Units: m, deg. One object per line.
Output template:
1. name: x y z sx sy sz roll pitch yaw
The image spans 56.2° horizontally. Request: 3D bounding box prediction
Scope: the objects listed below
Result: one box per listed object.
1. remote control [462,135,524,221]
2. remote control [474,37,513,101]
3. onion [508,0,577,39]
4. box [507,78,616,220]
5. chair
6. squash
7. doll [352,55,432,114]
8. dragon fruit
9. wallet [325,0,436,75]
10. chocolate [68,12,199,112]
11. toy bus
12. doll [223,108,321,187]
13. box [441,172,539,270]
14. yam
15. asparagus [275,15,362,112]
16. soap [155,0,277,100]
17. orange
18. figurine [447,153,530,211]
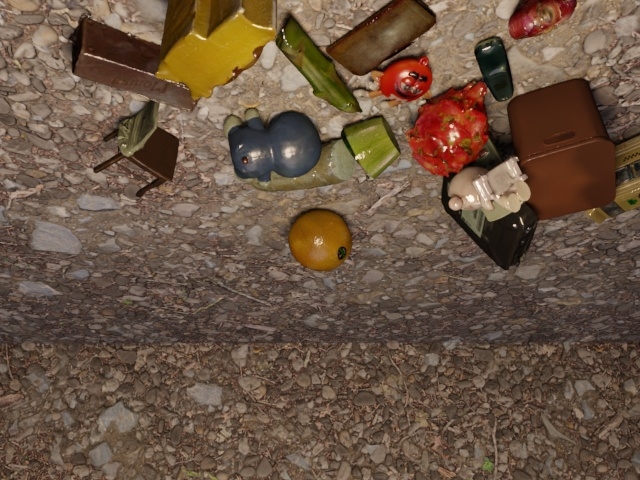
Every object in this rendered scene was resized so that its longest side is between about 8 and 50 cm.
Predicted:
1. remote control: 0.465 -0.197 1.700 0.123 0.286 0.038 -33 161 33
2. remote control: 0.449 -0.431 1.532 0.072 0.042 0.222 -17 148 21
3. onion: 0.474 -0.522 1.324 0.150 0.140 0.150 -28 -173 4
4. box: 0.671 -0.250 1.683 0.239 0.230 0.339 -13 150 21
5. chair: -0.468 -0.269 1.657 0.319 0.160 0.186 -24 139 36
6. squash: 0.150 -0.267 1.700 0.122 0.170 0.170 -26 145 17
7. doll: 0.210 -0.394 1.545 0.183 0.085 0.217 16 154 -34
8. dragon fruit: 0.356 -0.303 1.610 0.210 0.205 0.268 9 116 -55
9. wallet: 0.147 -0.483 1.431 0.255 0.031 0.137 -24 148 37
10. chocolate: -0.437 -0.411 1.440 0.320 0.112 0.112 15 144 -29
11. toy bus: 0.954 -0.205 1.814 0.176 0.202 0.365 23 143 -40
12. doll: -0.128 -0.261 1.679 0.258 0.154 0.228 -13 112 -9
13. box: 0.512 -0.093 1.876 0.091 0.350 0.359 -35 153 -11
14. yam: -0.062 -0.217 1.813 0.329 0.133 0.133 -8 151 19
15. asparagus: -0.005 -0.416 1.478 0.085 0.082 0.343 -14 147 30
16. soap: -0.198 -0.459 1.192 0.259 0.281 0.143 -26 141 34
17. orange: 0.000 0.000 2.109 0.236 0.237 0.236 -2 151 -1
18. figurine: 0.421 -0.139 1.596 0.144 0.182 0.256 43 165 -14
